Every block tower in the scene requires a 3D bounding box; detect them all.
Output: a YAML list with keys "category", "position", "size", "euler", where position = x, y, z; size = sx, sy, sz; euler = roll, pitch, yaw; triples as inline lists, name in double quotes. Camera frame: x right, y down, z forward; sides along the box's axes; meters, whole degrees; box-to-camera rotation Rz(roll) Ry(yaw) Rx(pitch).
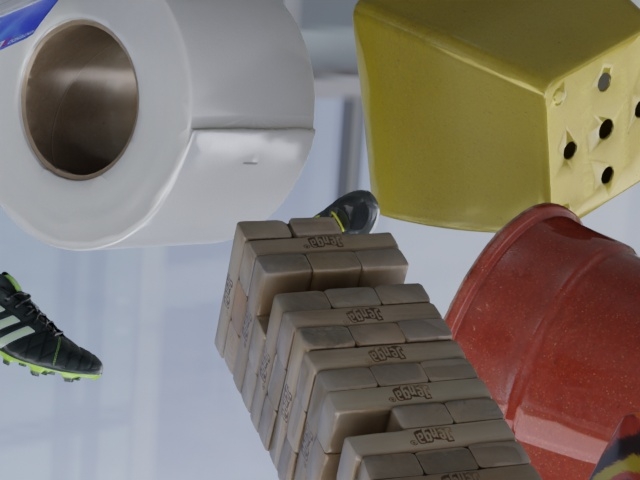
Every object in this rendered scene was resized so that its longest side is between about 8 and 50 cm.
- category: "block tower"
  position: [0.039, 0.116, 1.002]
  size: [0.091, 0.097, 0.335]
  euler: [-4, -142, -21]

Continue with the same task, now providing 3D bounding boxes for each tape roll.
- category: "tape roll"
  position: [-0.148, -0.115, 1.633]
  size: [0.246, 0.246, 0.169]
  euler: [12, -171, 34]

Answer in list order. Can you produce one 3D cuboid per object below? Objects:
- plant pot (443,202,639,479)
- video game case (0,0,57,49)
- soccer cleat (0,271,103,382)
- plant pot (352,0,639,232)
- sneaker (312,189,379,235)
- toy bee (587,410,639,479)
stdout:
- category: "plant pot"
  position: [0.250, 0.139, 1.459]
  size: [0.265, 0.272, 0.272]
  euler: [20, -162, 30]
- category: "video game case"
  position: [-0.352, -0.219, 1.434]
  size: [0.244, 0.061, 0.269]
  euler: [44, -151, 4]
- category: "soccer cleat"
  position: [-0.270, 0.071, 1.728]
  size: [0.179, 0.072, 0.060]
  euler: [22, -178, 5]
- category: "plant pot"
  position: [0.176, -0.122, 1.677]
  size: [0.212, 0.212, 0.187]
  euler: [-30, -141, -32]
- category: "sneaker"
  position: [0.000, 0.000, 1.164]
  size: [0.083, 0.031, 0.035]
  euler: [-38, 171, 24]
- category: "toy bee"
  position: [0.161, 0.231, 1.066]
  size: [0.195, 0.298, 0.162]
  euler: [-10, -125, -4]
